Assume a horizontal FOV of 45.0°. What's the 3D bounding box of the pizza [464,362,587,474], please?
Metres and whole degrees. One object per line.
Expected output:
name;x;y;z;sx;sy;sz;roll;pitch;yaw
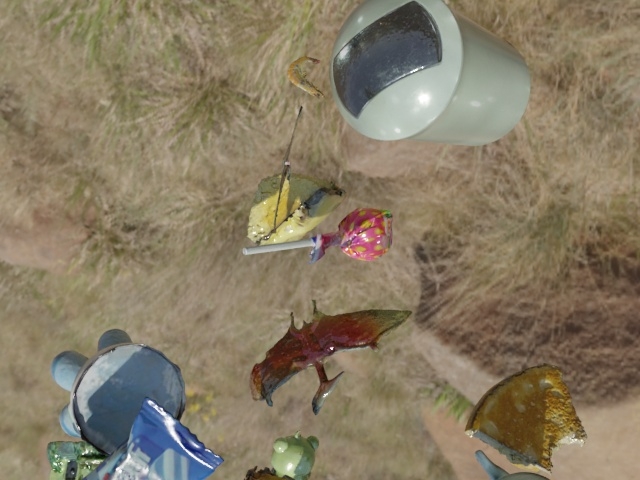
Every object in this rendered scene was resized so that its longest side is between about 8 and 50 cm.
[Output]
pizza;0.475;0.415;1.757;0.223;0.323;0.089;52;145;18

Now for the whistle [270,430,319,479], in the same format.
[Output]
whistle;-0.067;0.496;1.596;0.105;0.227;0.085;5;-165;-31

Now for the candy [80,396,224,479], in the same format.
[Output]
candy;-0.341;0.438;1.357;0.187;0.077;0.331;43;103;-12

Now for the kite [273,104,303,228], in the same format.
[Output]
kite;-0.056;-0.130;1.363;0.012;0.229;0.250;14;176;-1

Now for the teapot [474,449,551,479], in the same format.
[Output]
teapot;0.399;0.551;1.517;0.193;0.294;0.129;-39;128;11

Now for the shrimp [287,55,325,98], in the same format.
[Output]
shrimp;-0.021;-0.390;1.829;0.114;0.083;0.023;40;177;4

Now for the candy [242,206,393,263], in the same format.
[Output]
candy;0.000;0.000;1.626;0.365;0.124;0.124;-8;160;-35

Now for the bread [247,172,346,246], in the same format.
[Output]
bread;-0.067;-0.092;2.031;0.262;0.162;0.204;-35;159;19

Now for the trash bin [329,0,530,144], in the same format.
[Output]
trash bin;0.219;-0.323;1.522;0.280;0.280;0.432;-13;173;36

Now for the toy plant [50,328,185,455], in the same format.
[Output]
toy plant;-0.452;0.315;1.647;0.247;0.247;0.332;38;162;-27

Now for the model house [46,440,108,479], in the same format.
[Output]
model house;-0.494;0.551;1.696;0.214;0.189;0.195;-5;155;21

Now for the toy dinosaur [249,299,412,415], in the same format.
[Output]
toy dinosaur;0.009;0.208;1.447;0.207;0.327;0.113;38;175;37

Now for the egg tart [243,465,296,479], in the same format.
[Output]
egg tart;-0.040;0.499;1.270;0.279;0.279;0.095;38;98;-27
